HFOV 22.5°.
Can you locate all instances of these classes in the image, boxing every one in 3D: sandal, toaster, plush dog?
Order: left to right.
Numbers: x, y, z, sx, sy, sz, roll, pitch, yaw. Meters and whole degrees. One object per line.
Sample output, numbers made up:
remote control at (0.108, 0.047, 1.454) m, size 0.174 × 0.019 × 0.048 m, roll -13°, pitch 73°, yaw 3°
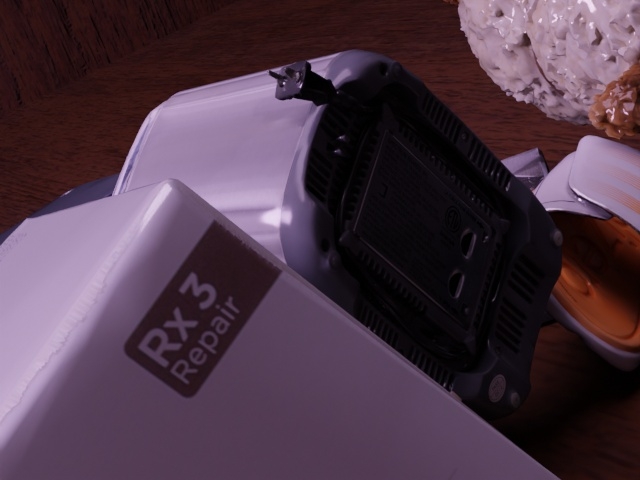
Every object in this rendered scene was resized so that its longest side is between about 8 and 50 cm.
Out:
toaster at (0.000, 0.000, 0.765) m, size 0.146 × 0.227 × 0.129 m, roll -5°, pitch 59°, yaw 41°
plush dog at (0.181, -0.133, 0.996) m, size 0.211 × 0.262 × 0.225 m, roll -54°, pitch 19°, yaw -17°
sandal at (0.172, -0.022, 0.911) m, size 0.076 × 0.102 × 0.265 m, roll -49°, pitch 2°, yaw 28°

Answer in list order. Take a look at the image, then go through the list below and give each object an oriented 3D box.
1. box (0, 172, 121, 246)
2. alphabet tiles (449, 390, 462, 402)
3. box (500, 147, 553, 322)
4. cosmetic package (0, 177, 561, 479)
box at (-0.156, 0.101, 0.835) m, size 0.261 × 0.184 × 0.103 m, roll -37°, pitch 13°, yaw -38°
alphabet tiles at (-0.011, 0.143, 0.638) m, size 0.198 × 0.009 × 0.237 m, roll -50°, pitch 4°, yaw 14°
box at (0.049, 0.026, 1.039) m, size 0.231 × 0.056 × 0.183 m, roll -20°, pitch 17°, yaw 11°
cosmetic package at (-0.087, 0.111, 0.552) m, size 0.217 × 0.156 × 0.385 m, roll -54°, pitch 13°, yaw -8°
